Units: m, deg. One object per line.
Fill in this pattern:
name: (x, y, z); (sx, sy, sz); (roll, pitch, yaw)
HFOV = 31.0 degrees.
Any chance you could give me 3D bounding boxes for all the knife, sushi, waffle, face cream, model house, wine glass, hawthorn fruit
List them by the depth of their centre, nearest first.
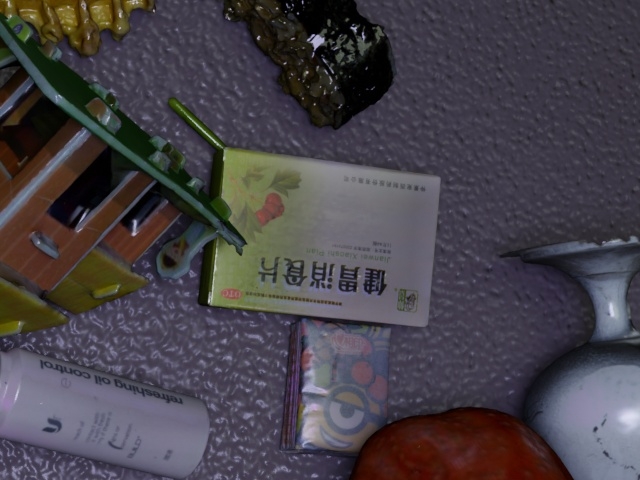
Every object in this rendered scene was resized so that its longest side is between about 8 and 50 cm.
face cream: (-0.263, 0.162, 1.137); (0.311, 0.092, 0.092); (20, 73, -29)
hawthorn fruit: (0.162, 0.326, 1.160); (0.287, 0.330, 0.287); (-12, 114, -29)
model house: (-0.329, -0.039, 1.184); (0.323, 0.340, 0.300); (-46, 138, 2)
waffle: (-0.289, -0.351, 1.290); (0.283, 0.065, 0.309); (36, 74, -7)
wine glass: (0.334, 0.159, 1.310); (0.238, 0.238, 0.323); (-2, 82, -19)
sushi: (-0.008, -0.236, 1.317); (0.115, 0.147, 0.212); (-37, 96, -22)
knife: (-0.103, -0.099, 1.322); (0.184, 0.022, 0.026); (42, 89, -8)

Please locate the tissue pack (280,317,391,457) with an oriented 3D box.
tissue pack: (0.019, 0.166, 1.288); (0.108, 0.060, 0.148); (8, 77, -18)

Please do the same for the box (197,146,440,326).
box: (0.001, -0.001, 1.304); (0.260, 0.062, 0.175); (7, 86, -18)
